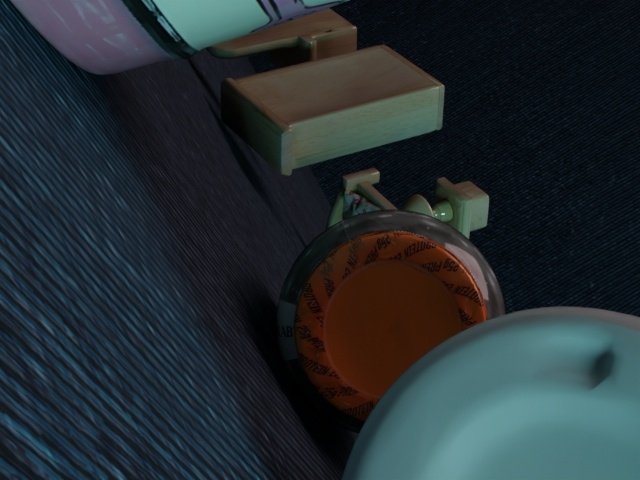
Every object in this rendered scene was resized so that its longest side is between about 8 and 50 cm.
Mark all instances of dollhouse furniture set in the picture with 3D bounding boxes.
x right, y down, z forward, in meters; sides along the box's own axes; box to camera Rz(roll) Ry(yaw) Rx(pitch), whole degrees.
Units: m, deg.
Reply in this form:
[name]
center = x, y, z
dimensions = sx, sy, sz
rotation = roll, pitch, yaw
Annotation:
[dollhouse furniture set]
center = 0.000, 0.000, 1.375
dimensions = 0.303, 0.174, 0.355
rotation = 44, -38, 46

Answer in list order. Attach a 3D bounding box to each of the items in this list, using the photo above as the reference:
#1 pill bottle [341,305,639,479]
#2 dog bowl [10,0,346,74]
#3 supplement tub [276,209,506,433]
[pill bottle]
center = 0.117, 0.147, 0.586
dimensions = 0.160, 0.160, 0.283
rotation = 61, 3, 29
[dog bowl]
center = -0.128, -0.253, 0.625
dimensions = 0.408, 0.150, 0.408
rotation = 58, 3, -5
[supplement tub]
center = 0.038, 0.042, 0.759
dimensions = 0.117, 0.117, 0.190
rotation = 59, 3, 2
